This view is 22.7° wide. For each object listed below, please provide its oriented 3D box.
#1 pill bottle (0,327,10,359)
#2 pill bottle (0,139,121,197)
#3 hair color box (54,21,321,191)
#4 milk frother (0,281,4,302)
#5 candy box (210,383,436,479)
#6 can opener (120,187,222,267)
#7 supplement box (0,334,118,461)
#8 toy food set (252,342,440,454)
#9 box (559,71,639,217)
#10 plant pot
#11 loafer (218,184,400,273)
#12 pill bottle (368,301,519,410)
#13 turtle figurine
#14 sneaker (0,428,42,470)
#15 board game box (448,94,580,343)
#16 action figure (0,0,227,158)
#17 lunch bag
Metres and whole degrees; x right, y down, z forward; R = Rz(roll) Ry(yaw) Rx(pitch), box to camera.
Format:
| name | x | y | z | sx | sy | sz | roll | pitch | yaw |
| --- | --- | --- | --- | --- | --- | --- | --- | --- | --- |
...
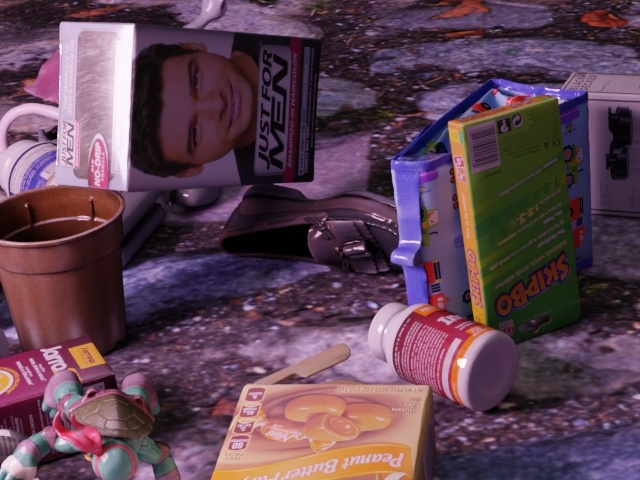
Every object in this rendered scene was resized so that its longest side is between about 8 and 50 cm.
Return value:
| name | x | y | z | sx | sy | sz | roll | pitch | yaw |
| --- | --- | --- | --- | --- | --- | --- | --- | --- | --- |
| pill bottle | -0.452 | 0.120 | 1.738 | 0.216 | 0.121 | 0.121 | 7 | 28 | 27 |
| pill bottle | -0.359 | -0.073 | 2.145 | 0.112 | 0.112 | 0.187 | -21 | 28 | -29 |
| hair color box | -0.148 | -0.158 | 1.890 | 0.114 | 0.185 | 0.374 | 7 | 7 | 33 |
| milk frother | -0.449 | 0.063 | 1.843 | 0.129 | 0.135 | 0.143 | -44 | 30 | -6 |
| candy box | -0.005 | 0.246 | 1.381 | 0.183 | 0.087 | 0.316 | -1 | 29 | 11 |
| can opener | -0.217 | -0.049 | 2.105 | 0.093 | 0.074 | 0.280 | 5 | 27 | 21 |
| supplement box | -0.308 | 0.174 | 1.635 | 0.188 | 0.081 | 0.104 | -15 | 26 | -19 |
| toy food set | 0.022 | 0.188 | 1.592 | 0.132 | 0.038 | 0.192 | -21 | 39 | -19 |
| box | 0.446 | -0.117 | 1.986 | 0.290 | 0.169 | 0.087 | 4 | 26 | 22 |
| plant pot | -0.295 | 0.042 | 1.817 | 0.167 | 0.165 | 0.167 | -4 | 24 | 2 |
| loafer | 0.000 | 0.000 | 1.943 | 0.302 | 0.109 | 0.095 | 9 | 46 | 43 |
| pill bottle | 0.124 | 0.115 | 1.655 | 0.086 | 0.086 | 0.152 | -26 | 31 | -36 |
| turtle figurine | -0.200 | 0.192 | 1.484 | 0.175 | 0.118 | 0.234 | 22 | 15 | -16 |
| sneaker | -0.378 | 0.246 | 1.510 | 0.234 | 0.078 | 0.106 | -11 | 31 | -9 |
| board game box | 0.213 | -0.018 | 1.720 | 0.124 | 0.259 | 0.039 | -17 | 18 | -23 |
| action figure | -0.250 | -0.206 | 2.250 | 0.370 | 0.248 | 0.276 | 7 | 29 | 33 |
| lunch bag | 0.179 | -0.027 | 1.790 | 0.138 | 0.221 | 0.293 | 13 | 30 | 36 |
